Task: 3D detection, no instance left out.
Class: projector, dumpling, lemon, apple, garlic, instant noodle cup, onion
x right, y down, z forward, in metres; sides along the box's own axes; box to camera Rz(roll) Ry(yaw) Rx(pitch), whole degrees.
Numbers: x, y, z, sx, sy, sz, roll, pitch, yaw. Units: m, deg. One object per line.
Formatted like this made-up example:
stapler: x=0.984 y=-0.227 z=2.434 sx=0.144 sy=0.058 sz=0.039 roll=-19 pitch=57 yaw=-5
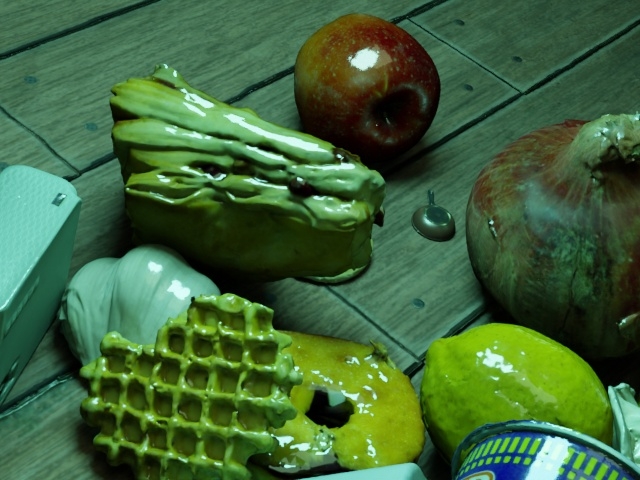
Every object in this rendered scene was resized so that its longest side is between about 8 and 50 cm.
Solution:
projector: x=-0.371 y=0.063 z=1.460 sx=0.108 sy=0.198 sz=0.250 roll=20 pitch=39 yaw=1
dumpling: x=0.388 y=0.270 z=1.555 sx=0.181 sy=0.111 sz=0.155 roll=47 pitch=13 yaw=33
lemon: x=0.234 y=0.205 z=1.532 sx=0.260 sy=0.204 sz=0.204 roll=36 pitch=43 yaw=14
apple: x=0.066 y=-0.229 z=1.954 sx=0.218 sy=0.218 sz=0.201 roll=1 pitch=36 yaw=-20
garlic: x=-0.198 y=0.087 z=1.546 sx=0.229 sy=0.143 sz=0.178 roll=22 pitch=41 yaw=1
instant noodle cup: x=0.190 y=0.384 z=1.285 sx=0.284 sy=0.284 sz=0.312 roll=30 pitch=48 yaw=14
onion: x=0.373 y=-0.001 z=1.760 sx=0.353 sy=0.354 sz=0.354 roll=11 pitch=40 yaw=-9

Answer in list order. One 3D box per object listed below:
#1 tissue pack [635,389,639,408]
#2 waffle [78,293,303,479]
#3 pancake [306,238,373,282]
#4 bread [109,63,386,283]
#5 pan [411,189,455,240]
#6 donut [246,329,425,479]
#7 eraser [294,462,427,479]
tissue pack: x=0.480 y=0.209 z=1.729 sx=0.095 sy=0.062 sz=0.176 roll=27 pitch=41 yaw=10
waffle: x=-0.143 y=0.161 z=1.421 sx=0.249 sy=0.253 sz=0.056 roll=42 pitch=7 yaw=25
pancake: x=0.000 y=0.000 z=1.808 sx=0.158 sy=0.028 sz=0.158 roll=9 pitch=43 yaw=-8
bread: x=-0.109 y=-0.045 z=1.631 sx=0.369 sy=0.314 sz=0.192 roll=24 pitch=74 yaw=5
pan: x=0.170 y=-0.046 z=1.930 sx=0.068 sy=0.023 sz=0.115 roll=10 pitch=41 yaw=-9
donut: x=-0.004 y=0.209 z=1.501 sx=0.253 sy=0.118 sz=0.253 roll=13 pitch=41 yaw=-11
eraser: x=-0.042 y=0.317 z=1.251 sx=0.290 sy=0.104 sz=0.189 roll=-13 pitch=30 yaw=25
